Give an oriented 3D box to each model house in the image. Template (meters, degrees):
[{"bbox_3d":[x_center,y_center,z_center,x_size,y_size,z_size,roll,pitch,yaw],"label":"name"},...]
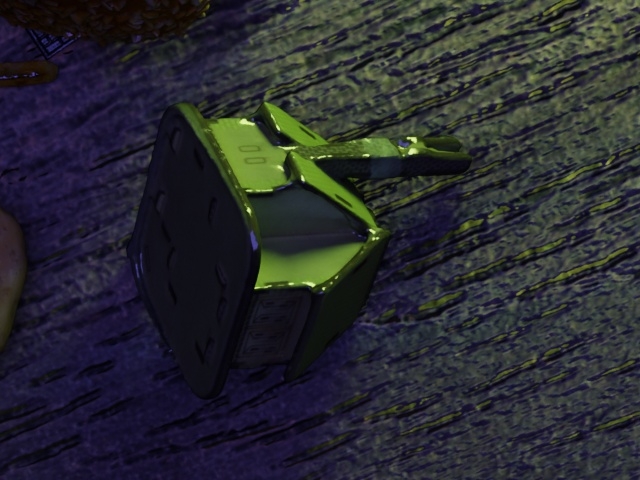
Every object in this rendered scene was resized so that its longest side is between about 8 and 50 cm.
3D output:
[{"bbox_3d":[0.000,0.000,1.547,0.278,0.218,0.205,-5,47,-28],"label":"model house"}]

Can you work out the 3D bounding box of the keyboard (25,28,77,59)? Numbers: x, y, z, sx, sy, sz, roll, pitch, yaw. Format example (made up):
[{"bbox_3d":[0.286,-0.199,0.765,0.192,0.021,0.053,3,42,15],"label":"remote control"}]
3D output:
[{"bbox_3d":[-0.282,-0.266,1.602,0.063,0.010,0.198,-33,89,4],"label":"keyboard"}]

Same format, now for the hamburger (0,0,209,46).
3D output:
[{"bbox_3d":[-0.203,-0.289,1.467,0.291,0.291,0.225,8,82,2],"label":"hamburger"}]

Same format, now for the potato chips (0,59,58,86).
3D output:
[{"bbox_3d":[-0.345,-0.156,1.599,0.204,0.026,0.037,4,78,3],"label":"potato chips"}]

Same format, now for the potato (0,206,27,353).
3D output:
[{"bbox_3d":[-0.328,0.044,1.560,0.118,0.109,0.178,10,97,-20],"label":"potato"}]
